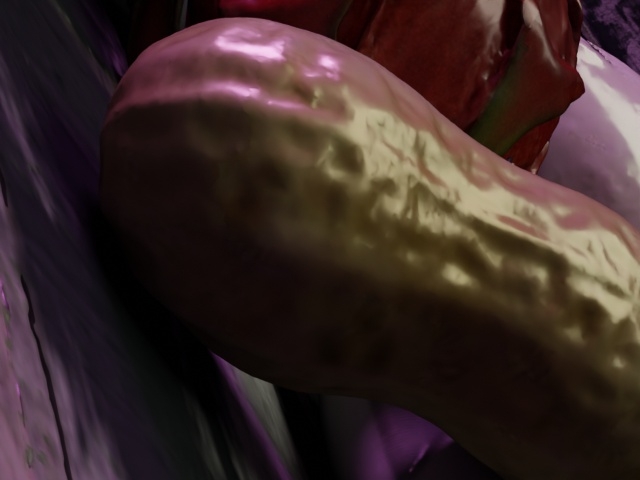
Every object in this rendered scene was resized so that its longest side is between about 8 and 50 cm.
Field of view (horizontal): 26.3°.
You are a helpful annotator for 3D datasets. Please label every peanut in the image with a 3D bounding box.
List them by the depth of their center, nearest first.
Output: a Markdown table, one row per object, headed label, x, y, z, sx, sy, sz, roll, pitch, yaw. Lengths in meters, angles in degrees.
| label | x | y | z | sx | sy | sz | roll | pitch | yaw |
| --- | --- | --- | --- | --- | --- | --- | --- | --- | --- |
| peanut | 0.036 | 0.021 | 0.489 | 0.274 | 0.125 | 0.111 | 31 | 52 | -25 |

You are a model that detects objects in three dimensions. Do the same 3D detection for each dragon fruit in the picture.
| label | x | y | z | sx | sy | sz | roll | pitch | yaw |
| --- | --- | --- | --- | --- | --- | --- | --- | --- | --- |
| dragon fruit | 0.012 | -0.066 | 0.647 | 0.234 | 0.233 | 0.293 | 59 | 38 | -51 |

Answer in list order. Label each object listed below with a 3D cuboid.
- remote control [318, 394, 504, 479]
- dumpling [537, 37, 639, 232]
| label | x | y | z | sx | sy | sz | roll | pitch | yaw |
| --- | --- | --- | --- | --- | --- | --- | --- | --- | --- |
| remote control | 0.080 | 0.158 | 0.597 | 0.221 | 0.103 | 0.332 | 56 | 7 | -30 |
| dumpling | 0.120 | -0.006 | 0.862 | 0.341 | 0.181 | 0.260 | 47 | -32 | -11 |
